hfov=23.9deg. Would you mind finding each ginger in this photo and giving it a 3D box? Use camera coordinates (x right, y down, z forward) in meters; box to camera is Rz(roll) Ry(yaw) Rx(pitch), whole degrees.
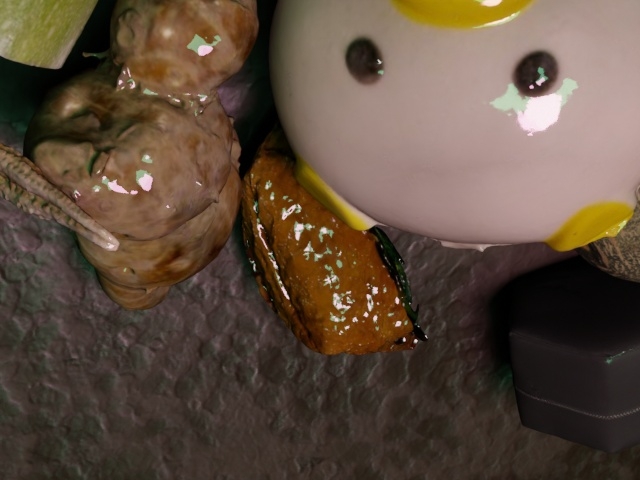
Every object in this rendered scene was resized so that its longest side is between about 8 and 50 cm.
[{"bbox_3d":[-0.152,-0.067,1.378,0.256,0.176,0.375,-54,163,-30],"label":"ginger"}]

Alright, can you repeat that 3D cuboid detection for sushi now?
[{"bbox_3d":[0.000,0.000,1.525,0.140,0.149,0.287,-28,92,-25],"label":"sushi"}]

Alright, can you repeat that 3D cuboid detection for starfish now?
[{"bbox_3d":[-0.373,-0.098,1.239,0.132,0.384,0.398,-40,118,-29],"label":"starfish"}]

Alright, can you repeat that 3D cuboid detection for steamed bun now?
[{"bbox_3d":[0.139,-0.157,1.362,0.374,0.334,0.334,5,113,14],"label":"steamed bun"}]

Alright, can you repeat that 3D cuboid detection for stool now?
[{"bbox_3d":[0.312,0.118,1.630,0.232,0.232,0.141,-16,115,-12],"label":"stool"}]

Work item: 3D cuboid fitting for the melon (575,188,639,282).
[{"bbox_3d":[0.379,-0.098,1.548,0.329,0.248,0.248,-38,118,-4],"label":"melon"}]

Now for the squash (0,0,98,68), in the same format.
[{"bbox_3d":[-0.239,-0.363,1.219,0.263,0.263,0.384,25,101,-26],"label":"squash"}]
